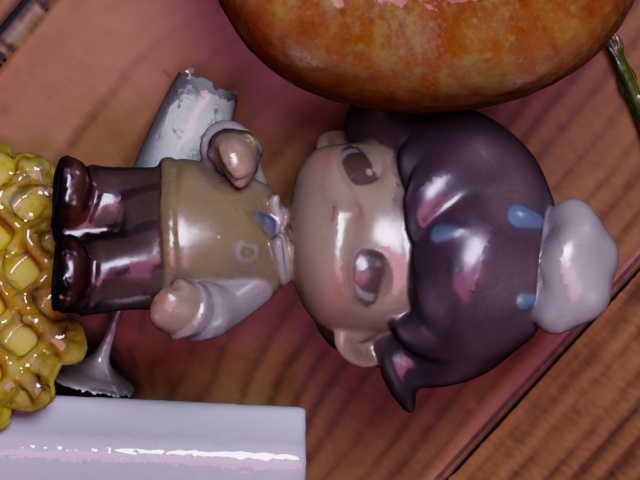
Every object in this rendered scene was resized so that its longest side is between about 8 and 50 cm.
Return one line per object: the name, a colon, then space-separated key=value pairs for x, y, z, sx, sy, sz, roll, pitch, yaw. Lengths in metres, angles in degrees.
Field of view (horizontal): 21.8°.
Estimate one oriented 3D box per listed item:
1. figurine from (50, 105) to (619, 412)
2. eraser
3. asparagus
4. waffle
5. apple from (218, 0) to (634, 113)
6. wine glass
figurine: x=0.001 y=-0.014 z=1.176 sx=0.365 sy=0.218 sz=0.206 roll=10 pitch=136 yaw=-25
eraser: x=-0.160 y=0.205 z=1.290 sx=0.290 sy=0.104 sz=0.189 roll=3 pitch=125 yaw=-5
asparagus: x=0.249 y=-0.097 z=1.291 sx=0.022 sy=0.023 sz=0.233 roll=-40 pitch=110 yaw=-39
waffle: x=-0.297 y=0.030 z=1.220 sx=0.253 sy=0.056 sz=0.249 roll=-11 pitch=73 yaw=-7
apple: x=0.067 y=-0.215 z=1.131 sx=0.309 sy=0.250 sz=0.277 roll=25 pitch=86 yaw=9
wine glass: x=-0.130 y=-0.008 z=1.266 sx=0.074 sy=0.074 sz=0.262 roll=21 pitch=102 yaw=-9
